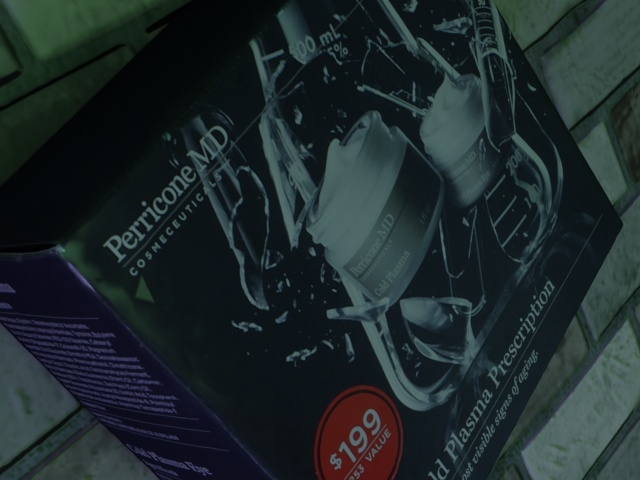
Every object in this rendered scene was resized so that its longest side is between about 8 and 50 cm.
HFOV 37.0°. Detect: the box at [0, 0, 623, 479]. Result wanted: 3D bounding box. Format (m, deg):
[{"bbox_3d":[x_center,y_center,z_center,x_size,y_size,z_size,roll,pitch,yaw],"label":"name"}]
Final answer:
[{"bbox_3d":[0.000,0.000,0.632,0.312,0.179,0.343,51,58,-25],"label":"box"}]
